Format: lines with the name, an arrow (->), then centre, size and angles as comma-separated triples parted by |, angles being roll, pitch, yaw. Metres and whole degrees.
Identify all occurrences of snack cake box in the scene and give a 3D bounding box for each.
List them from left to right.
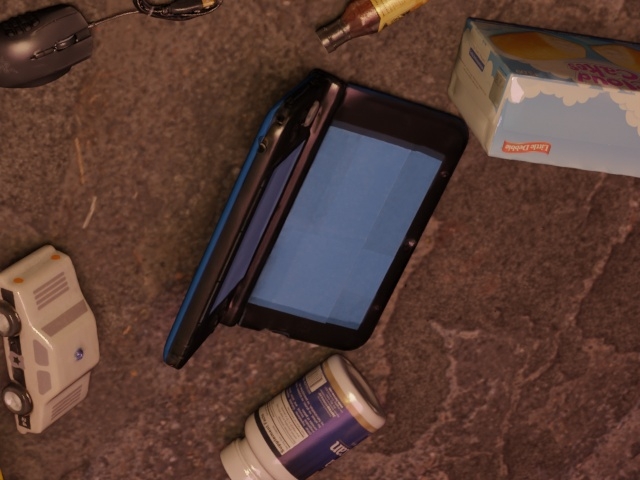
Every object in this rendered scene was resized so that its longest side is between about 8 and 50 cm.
snack cake box -> 0.275, -0.136, 1.550 | 0.264, 0.152, 0.089 | 6, 116, -16

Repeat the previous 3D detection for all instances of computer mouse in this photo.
computer mouse -> -0.206, -0.197, 1.472 | 0.242, 0.041, 0.071 | -20, 120, -3

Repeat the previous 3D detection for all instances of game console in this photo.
game console -> 0.000, 0.000, 1.557 | 0.173, 0.250, 0.293 | 26, 111, 4

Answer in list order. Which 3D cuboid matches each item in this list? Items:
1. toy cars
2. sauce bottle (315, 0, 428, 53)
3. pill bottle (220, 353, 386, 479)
toy cars -> -0.294, 0.204, 1.558 | 0.176, 0.087, 0.394 | 31, 77, -60
sauce bottle -> 0.055, -0.224, 1.517 | 0.128, 0.042, 0.042 | -30, 120, 7
pill bottle -> -0.022, 0.207, 1.700 | 0.169, 0.094, 0.094 | -37, 119, 8
